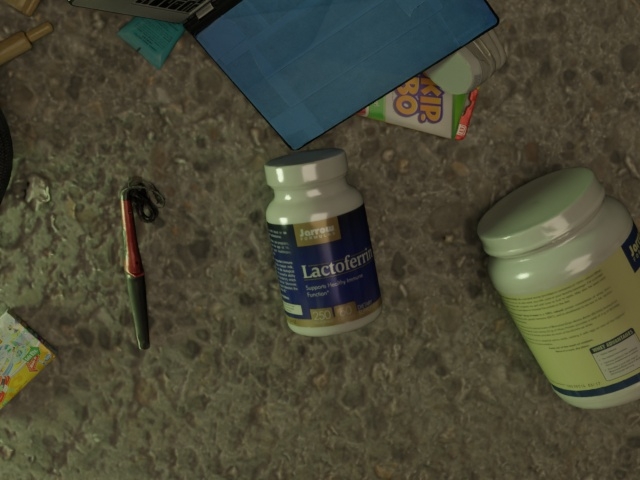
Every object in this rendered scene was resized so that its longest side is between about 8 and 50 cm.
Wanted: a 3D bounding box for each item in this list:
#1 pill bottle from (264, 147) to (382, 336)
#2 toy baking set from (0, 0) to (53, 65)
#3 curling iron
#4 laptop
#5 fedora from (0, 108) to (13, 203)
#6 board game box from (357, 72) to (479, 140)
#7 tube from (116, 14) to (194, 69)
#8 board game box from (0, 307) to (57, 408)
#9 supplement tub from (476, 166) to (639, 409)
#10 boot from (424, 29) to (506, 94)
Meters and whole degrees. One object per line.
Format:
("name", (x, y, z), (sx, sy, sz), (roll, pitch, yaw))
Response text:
("pill bottle", (0.000, 0.000, 1.516), (0.153, 0.153, 0.265), (-13, 104, -6))
("toy baking set", (-0.517, -0.332, 1.428), (0.256, 0.030, 0.197), (-34, 102, -1))
("curling iron", (-0.276, 0.040, 1.541), (0.068, 0.035, 0.274), (1, 102, -9))
("laptop", (-0.032, -0.305, 1.309), (0.382, 0.408, 0.236), (-30, 83, 25))
("fedora", (-0.599, -0.139, 1.390), (0.333, 0.152, 0.334), (-3, 104, -12))
("board game box", (0.124, -0.242, 1.545), (0.259, 0.039, 0.124), (12, 100, -14))
("tube", (-0.205, -0.355, 1.462), (0.080, 0.052, 0.207), (40, 99, -12))
("board game box", (-0.502, 0.194, 1.545), (0.154, 0.026, 0.103), (-44, 105, 2))
("supplement tub", (0.407, 0.073, 1.553), (0.235, 0.235, 0.325), (-32, 105, -1))
("boot", (0.166, -0.333, 1.509), (0.258, 0.123, 0.095), (48, 136, 7))
